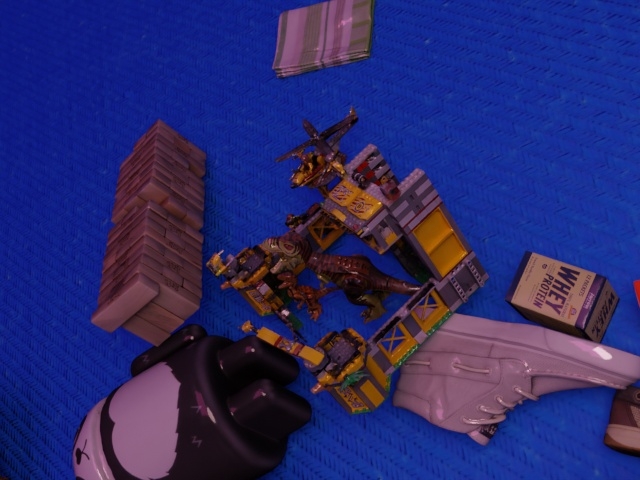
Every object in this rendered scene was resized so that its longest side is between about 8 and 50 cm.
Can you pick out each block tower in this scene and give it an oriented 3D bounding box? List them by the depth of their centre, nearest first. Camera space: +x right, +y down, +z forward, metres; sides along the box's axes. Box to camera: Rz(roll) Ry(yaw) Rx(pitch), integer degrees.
[{"bbox_3d":[-0.211,-0.016,1.041,0.091,0.097,0.335,-40,32,25],"label":"block tower"}]

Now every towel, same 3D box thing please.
[{"bbox_3d":[0.004,-0.294,1.141,0.152,0.023,0.113,-7,67,28],"label":"towel"}]

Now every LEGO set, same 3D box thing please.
[{"bbox_3d":[0.000,0.000,0.856,0.255,0.192,0.331,-38,36,0],"label":"LEGO set"}]

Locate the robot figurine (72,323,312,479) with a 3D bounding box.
[{"bbox_3d":[-0.151,0.216,0.922,0.278,0.209,0.174,-31,101,16],"label":"robot figurine"}]

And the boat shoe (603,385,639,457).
[{"bbox_3d":[0.361,0.163,0.699,0.223,0.080,0.073,-1,74,36],"label":"boat shoe"}]

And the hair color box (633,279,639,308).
[{"bbox_3d":[0.371,0.049,0.746,0.141,0.072,0.043,-18,61,24],"label":"hair color box"}]

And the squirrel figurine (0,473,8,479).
[{"bbox_3d":[-0.595,0.362,1.078,0.397,0.281,0.371,-10,71,30],"label":"squirrel figurine"}]

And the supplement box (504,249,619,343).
[{"bbox_3d":[0.243,0.059,0.810,0.083,0.083,0.056,21,83,34],"label":"supplement box"}]

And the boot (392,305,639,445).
[{"bbox_3d":[0.188,0.146,0.808,0.258,0.095,0.123,6,79,45],"label":"boot"}]
